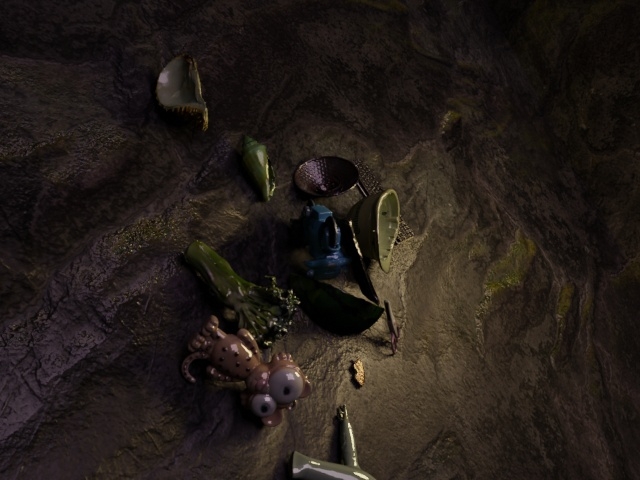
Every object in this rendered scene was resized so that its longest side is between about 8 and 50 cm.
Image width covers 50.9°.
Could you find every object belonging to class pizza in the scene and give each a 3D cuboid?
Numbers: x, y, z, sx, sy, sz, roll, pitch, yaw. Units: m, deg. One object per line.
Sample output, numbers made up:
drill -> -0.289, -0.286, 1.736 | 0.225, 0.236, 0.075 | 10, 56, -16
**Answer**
pizza -> 0.096, 0.333, 1.705 | 0.037, 0.016, 0.083 | 16, 54, -37

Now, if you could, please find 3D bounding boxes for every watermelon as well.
watermelon -> 0.059, 0.164, 1.749 | 0.301, 0.123, 0.129 | 23, 25, -33

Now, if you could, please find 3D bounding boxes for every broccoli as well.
broccoli -> -0.191, 0.111, 1.534 | 0.304, 0.165, 0.145 | 40, -2, 4

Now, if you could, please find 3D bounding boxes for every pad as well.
pad -> 0.089, 0.048, 1.724 | 0.022, 0.174, 0.232 | -22, 100, -8

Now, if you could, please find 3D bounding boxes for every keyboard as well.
keyboard -> 0.191, -0.131, 2.159 | 0.106, 0.027, 0.317 | -23, 76, -49

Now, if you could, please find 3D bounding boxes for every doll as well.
doll -> -0.155, 0.276, 1.420 | 0.278, 0.154, 0.119 | 32, 2, -13

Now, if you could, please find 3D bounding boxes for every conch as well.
conch -> -0.167, -0.203, 1.838 | 0.095, 0.080, 0.200 | -23, 94, -63

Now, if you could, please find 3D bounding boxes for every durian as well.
durian -> -0.342, -0.381, 1.763 | 0.145, 0.139, 0.252 | 21, 46, -37

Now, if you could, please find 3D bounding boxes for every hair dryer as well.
hair dryer -> 0.029, 0.461, 1.517 | 0.207, 0.075, 0.237 | 27, 36, -16

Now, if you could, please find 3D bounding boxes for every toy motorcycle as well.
toy motorcycle -> 0.000, 0.000, 1.734 | 0.124, 0.181, 0.272 | -4, 18, -15

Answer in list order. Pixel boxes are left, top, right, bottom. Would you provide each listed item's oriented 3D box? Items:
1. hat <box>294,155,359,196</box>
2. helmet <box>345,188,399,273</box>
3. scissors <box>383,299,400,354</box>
hat -> 0.020, -0.163, 1.986 | 0.193, 0.082, 0.193 | -2, 44, 2
helmet -> 0.136, -0.032, 1.943 | 0.204, 0.137, 0.257 | 69, 30, -45
scissors -> 0.192, 0.225, 1.806 | 0.085, 0.022, 0.176 | -67, 148, -46
